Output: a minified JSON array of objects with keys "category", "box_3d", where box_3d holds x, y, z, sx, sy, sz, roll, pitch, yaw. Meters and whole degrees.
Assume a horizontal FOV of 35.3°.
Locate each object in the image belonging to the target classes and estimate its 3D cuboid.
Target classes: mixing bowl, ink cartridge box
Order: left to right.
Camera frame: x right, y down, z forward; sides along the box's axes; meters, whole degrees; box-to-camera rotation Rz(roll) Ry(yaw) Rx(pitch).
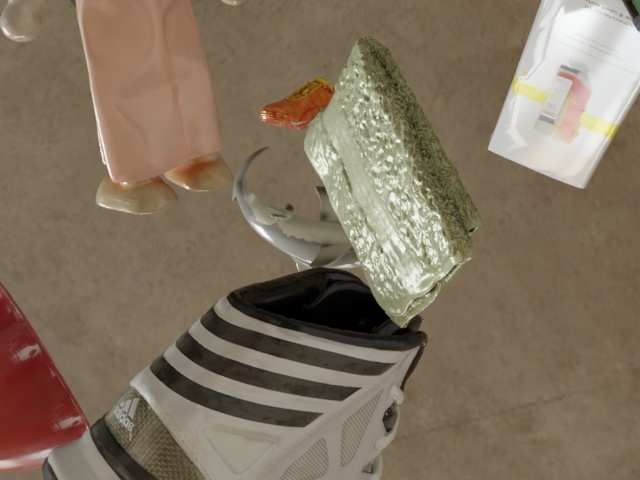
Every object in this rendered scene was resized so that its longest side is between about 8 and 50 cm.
[{"category":"mixing bowl","box_3d":[-0.284,0.136,0.892,0.098,0.181,0.181,-31,119,-20]},{"category":"ink cartridge box","box_3d":[0.378,-0.291,1.337,0.160,0.279,0.385,25,155,8]}]

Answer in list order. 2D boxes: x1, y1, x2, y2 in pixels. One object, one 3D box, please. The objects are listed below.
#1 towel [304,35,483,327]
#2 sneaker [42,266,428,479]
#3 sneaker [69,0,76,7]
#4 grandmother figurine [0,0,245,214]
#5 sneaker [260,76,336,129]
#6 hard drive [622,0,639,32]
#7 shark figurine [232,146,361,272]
[{"category":"towel","box_3d":[0.037,-0.032,0.578,0.027,0.148,0.110,-11,155,-27]},{"category":"sneaker","box_3d":[0.026,0.189,0.778,0.257,0.169,0.447,-47,136,-4]},{"category":"sneaker","box_3d":[-0.219,-0.297,0.999,0.101,0.106,0.267,25,156,42]},{"category":"grandmother figurine","box_3d":[-0.148,-0.195,0.756,0.104,0.207,0.343,13,119,36]},{"category":"sneaker","box_3d":[-0.022,-0.183,1.339,0.064,0.175,0.067,12,108,32]},{"category":"hard drive","box_3d":[0.394,-0.252,0.757,0.064,0.237,0.339,43,115,-16]},{"category":"shark figurine","box_3d":[-0.029,0.000,1.221,0.278,0.166,0.116,22,132,24]}]
